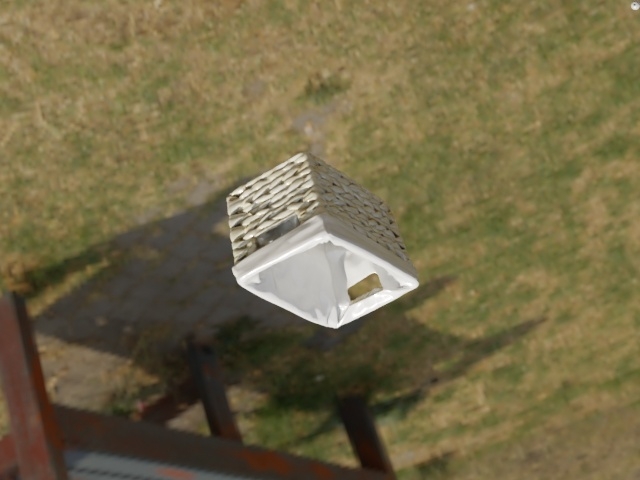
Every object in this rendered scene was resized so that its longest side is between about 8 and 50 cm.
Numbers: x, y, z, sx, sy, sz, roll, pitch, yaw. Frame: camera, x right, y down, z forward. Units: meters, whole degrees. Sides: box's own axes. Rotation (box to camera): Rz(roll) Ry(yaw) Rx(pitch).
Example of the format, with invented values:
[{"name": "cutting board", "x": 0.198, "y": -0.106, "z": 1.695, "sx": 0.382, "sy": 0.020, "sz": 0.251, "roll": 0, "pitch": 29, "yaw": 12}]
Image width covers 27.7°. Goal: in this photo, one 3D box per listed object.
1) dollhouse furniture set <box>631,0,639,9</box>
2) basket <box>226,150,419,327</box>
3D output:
[{"name": "dollhouse furniture set", "x": 0.421, "y": -0.314, "z": 1.540, "sx": 0.114, "sy": 0.081, "sz": 0.091, "roll": 13, "pitch": 147, "yaw": 27}, {"name": "basket", "x": 0.000, "y": 0.000, "z": 1.244, "sx": 0.113, "sy": 0.103, "sz": 0.167, "roll": -28, "pitch": 148, "yaw": 24}]
